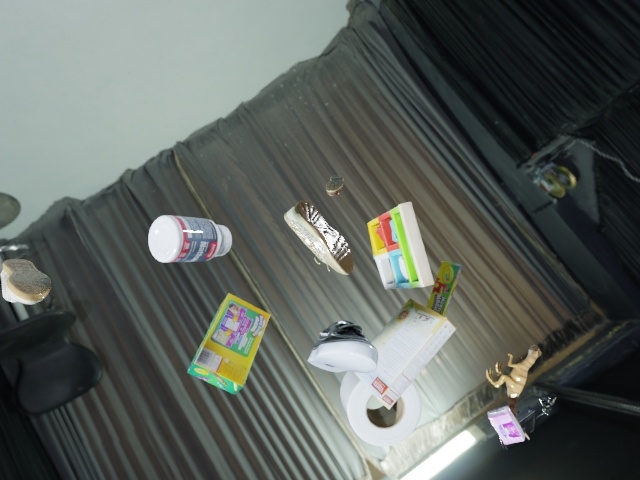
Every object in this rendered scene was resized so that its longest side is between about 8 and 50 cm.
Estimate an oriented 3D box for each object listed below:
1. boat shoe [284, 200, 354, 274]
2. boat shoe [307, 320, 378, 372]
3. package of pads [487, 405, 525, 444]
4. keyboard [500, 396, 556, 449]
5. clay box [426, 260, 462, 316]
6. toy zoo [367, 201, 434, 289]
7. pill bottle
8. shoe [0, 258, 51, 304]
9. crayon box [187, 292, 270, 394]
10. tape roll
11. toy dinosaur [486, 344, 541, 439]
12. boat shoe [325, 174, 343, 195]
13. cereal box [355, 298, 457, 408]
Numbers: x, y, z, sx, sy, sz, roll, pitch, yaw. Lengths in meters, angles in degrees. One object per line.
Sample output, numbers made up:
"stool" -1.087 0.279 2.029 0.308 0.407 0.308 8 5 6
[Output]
"boat shoe" 0.000 0.000 1.350 0.089 0.285 0.104 -32 -171 40
"boat shoe" 0.049 0.218 0.877 0.301 0.108 0.102 121 -11 -68
"package of pads" 0.425 0.422 0.947 0.050 0.083 0.032 -28 -170 27
"keyboard" 0.634 0.558 1.276 0.201 0.033 0.317 -35 140 0
"clay box" 0.340 0.168 1.173 0.127 0.053 0.222 4 103 -67
"toy zoo" 0.184 0.027 1.048 0.030 0.192 0.293 -14 176 -12
"pill bottle" -0.305 -0.002 0.997 0.108 0.108 0.180 -40 159 25
"shoe" -0.628 0.097 0.880 0.077 0.219 0.058 8 99 -44
"crayon box" -0.287 0.327 1.341 0.081 0.165 0.278 -48 -164 42
"tape roll" 0.198 0.540 1.405 0.246 0.246 0.169 -34 -177 -5
"toy dinosaur" 0.456 0.342 0.982 0.064 0.112 0.211 17 89 -38
"boat shoe" 0.061 -0.203 1.604 0.064 0.060 0.178 -1 -156 11
"cereal box" 0.192 0.261 0.996 0.240 0.047 0.173 -48 -161 -5
